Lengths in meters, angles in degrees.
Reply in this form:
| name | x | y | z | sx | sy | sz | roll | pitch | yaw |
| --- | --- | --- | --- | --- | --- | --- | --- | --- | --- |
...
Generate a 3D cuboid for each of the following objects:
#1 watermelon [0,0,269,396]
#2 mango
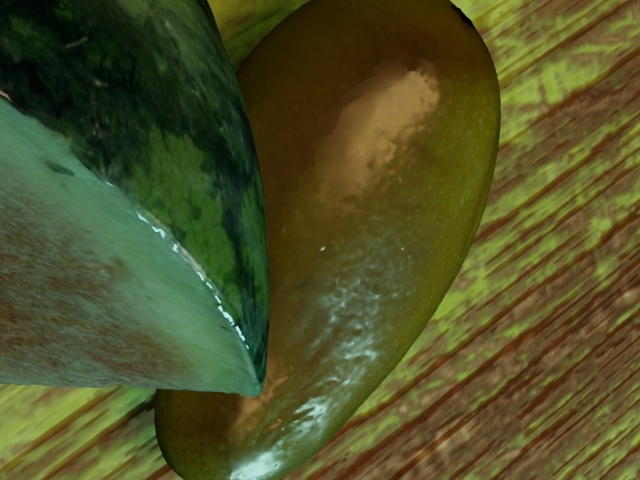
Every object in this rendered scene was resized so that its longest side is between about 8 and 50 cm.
| name | x | y | z | sx | sy | sz | roll | pitch | yaw |
| --- | --- | --- | --- | --- | --- | --- | --- | --- | --- |
| watermelon | -0.129 | -0.044 | 0.551 | 0.201 | 0.262 | 0.213 | -37 | 131 | 6 |
| mango | 0.000 | 0.000 | 0.724 | 0.136 | 0.099 | 0.227 | 17 | 98 | -46 |
